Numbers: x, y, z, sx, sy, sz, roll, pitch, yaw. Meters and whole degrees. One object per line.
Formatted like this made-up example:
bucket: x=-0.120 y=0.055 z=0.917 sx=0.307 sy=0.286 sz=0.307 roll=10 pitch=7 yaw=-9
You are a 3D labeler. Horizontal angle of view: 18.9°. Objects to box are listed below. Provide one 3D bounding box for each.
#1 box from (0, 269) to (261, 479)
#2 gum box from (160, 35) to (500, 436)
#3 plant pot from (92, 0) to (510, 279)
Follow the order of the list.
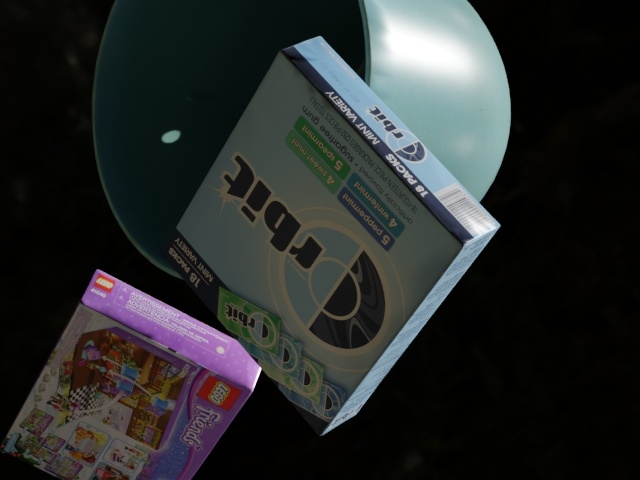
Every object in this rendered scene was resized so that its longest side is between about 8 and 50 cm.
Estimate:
box: x=-0.207 y=0.176 z=2.072 sx=0.201 sy=0.057 sz=0.293 roll=28 pitch=-45 yaw=-7
gum box: x=0.000 y=0.000 z=1.134 sx=0.157 sy=0.041 sz=0.184 roll=47 pitch=-49 yaw=16
plant pot: x=0.006 y=-0.105 z=1.491 sx=0.235 sy=0.293 sz=0.293 roll=6 pitch=29 yaw=-47
